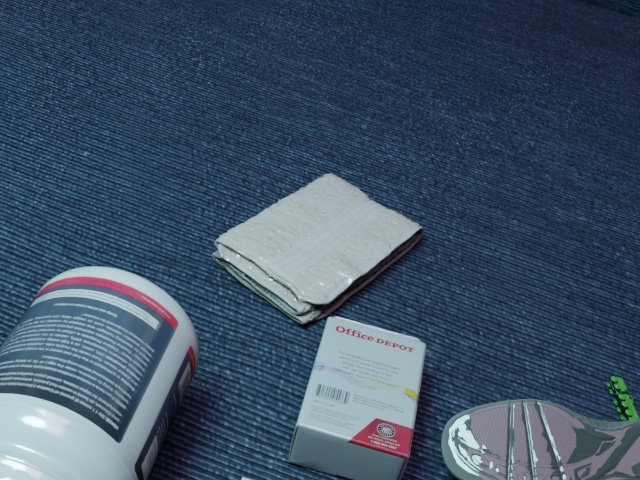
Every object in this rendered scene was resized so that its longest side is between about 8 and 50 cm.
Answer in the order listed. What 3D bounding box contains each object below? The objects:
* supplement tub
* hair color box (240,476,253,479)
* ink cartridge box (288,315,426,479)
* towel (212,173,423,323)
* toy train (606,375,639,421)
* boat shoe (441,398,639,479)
[{"bbox_3d":[-0.246,0.174,0.845,0.191,0.191,0.272,16,40,3],"label":"supplement tub"},{"bbox_3d":[-0.017,0.311,0.856,0.167,0.053,0.093,18,40,4],"label":"hair color box"},{"bbox_3d":[0.047,0.186,1.002,0.127,0.072,0.175,15,40,3],"label":"ink cartridge box"},{"bbox_3d":[0.000,0.000,1.225,0.187,0.049,0.282,33,44,22],"label":"towel"},{"bbox_3d":[0.394,0.210,1.112,0.023,0.017,0.083,13,39,-17],"label":"toy train"},{"bbox_3d":[0.293,0.254,0.985,0.320,0.103,0.118,2,60,-5],"label":"boat shoe"}]
